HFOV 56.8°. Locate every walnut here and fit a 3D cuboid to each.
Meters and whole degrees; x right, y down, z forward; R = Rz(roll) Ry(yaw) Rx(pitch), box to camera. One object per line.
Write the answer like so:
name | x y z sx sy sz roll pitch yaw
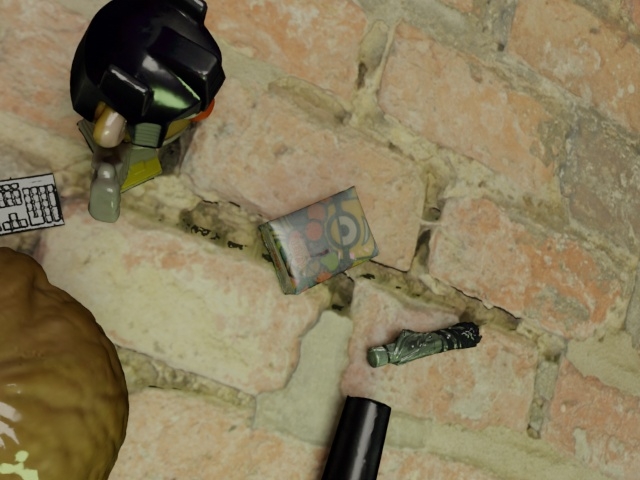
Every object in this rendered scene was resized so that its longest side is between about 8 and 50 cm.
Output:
walnut | -0.326 0.148 0.521 0.332 0.333 0.333 3 84 -25

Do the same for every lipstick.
lipstick | 0.012 0.418 0.790 0.077 0.077 0.419 20 78 -22

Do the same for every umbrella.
umbrella | 0.157 0.155 0.901 0.188 0.046 0.050 -8 78 -21

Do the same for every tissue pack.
tissue pack | 0.000 0.000 0.832 0.148 0.060 0.109 -23 94 -26

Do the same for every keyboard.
keyboard | -0.406 -0.031 0.675 0.202 0.011 0.067 -13 91 -25

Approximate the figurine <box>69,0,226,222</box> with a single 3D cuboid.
figurine | -0.192 -0.163 0.641 0.143 0.308 0.309 3 84 -20
